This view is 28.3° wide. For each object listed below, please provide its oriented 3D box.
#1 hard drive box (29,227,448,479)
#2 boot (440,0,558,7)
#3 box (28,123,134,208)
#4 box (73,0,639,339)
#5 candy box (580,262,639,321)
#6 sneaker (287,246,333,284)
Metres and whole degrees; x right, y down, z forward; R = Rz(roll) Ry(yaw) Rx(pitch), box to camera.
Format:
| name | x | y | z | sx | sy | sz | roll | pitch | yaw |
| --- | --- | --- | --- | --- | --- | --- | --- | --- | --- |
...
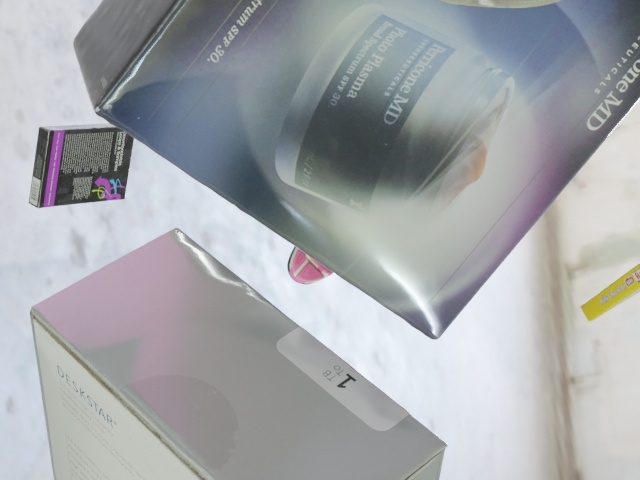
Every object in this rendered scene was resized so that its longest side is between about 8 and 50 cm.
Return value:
| name | x | y | z | sx | sy | sz | roll | pitch | yaw |
| --- | --- | --- | --- | --- | --- | --- | --- | --- | --- |
| hard drive box | -0.045 | 0.142 | 0.614 | 0.089 | 0.181 | 0.232 | -31 | 143 | -32 |
| boot | 0.060 | -0.220 | 0.656 | 0.208 | 0.189 | 0.076 | 97 | 8 | -59 |
| box | -0.343 | -0.110 | 1.838 | 0.162 | 0.029 | 0.116 | -8 | 116 | -48 |
| box | 0.044 | -0.145 | 0.856 | 0.294 | 0.296 | 0.183 | 34 | 11 | -26 |
| candy box | 0.378 | 0.026 | 1.410 | 0.105 | 0.206 | 0.027 | -24 | 76 | -27 |
| sneaker | 0.000 | 0.000 | 1.610 | 0.063 | 0.075 | 0.170 | 44 | 50 | -15 |
